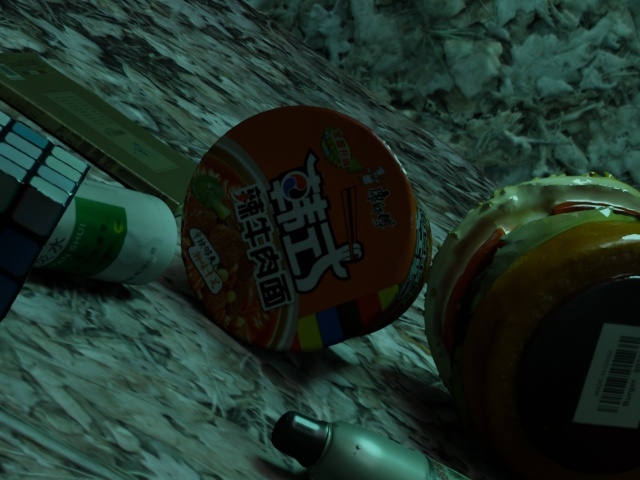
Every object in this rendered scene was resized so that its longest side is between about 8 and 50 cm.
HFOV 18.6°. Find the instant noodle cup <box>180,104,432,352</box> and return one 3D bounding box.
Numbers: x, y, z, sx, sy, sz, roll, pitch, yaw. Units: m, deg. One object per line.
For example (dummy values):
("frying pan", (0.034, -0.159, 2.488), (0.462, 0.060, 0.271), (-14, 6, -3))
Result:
("instant noodle cup", (0.000, 0.000, 2.023), (0.250, 0.250, 0.192), (37, 4, 17))

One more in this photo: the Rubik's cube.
("Rubik's cube", (-0.292, -0.023, 1.568), (0.155, 0.151, 0.154), (32, 14, -8))

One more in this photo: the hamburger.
("hamburger", (0.277, 0.098, 2.098), (0.330, 0.330, 0.250), (27, 15, -25))

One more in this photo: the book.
("book", (-0.262, -0.131, 2.314), (0.310, 0.021, 0.217), (35, 13, 8))

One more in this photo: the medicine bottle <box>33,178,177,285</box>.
("medicine bottle", (-0.242, -0.018, 1.787), (0.095, 0.095, 0.260), (42, 15, 33))

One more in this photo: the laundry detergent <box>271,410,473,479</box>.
("laundry detergent", (0.058, 0.212, 1.718), (0.225, 0.070, 0.099), (28, 22, -17))
